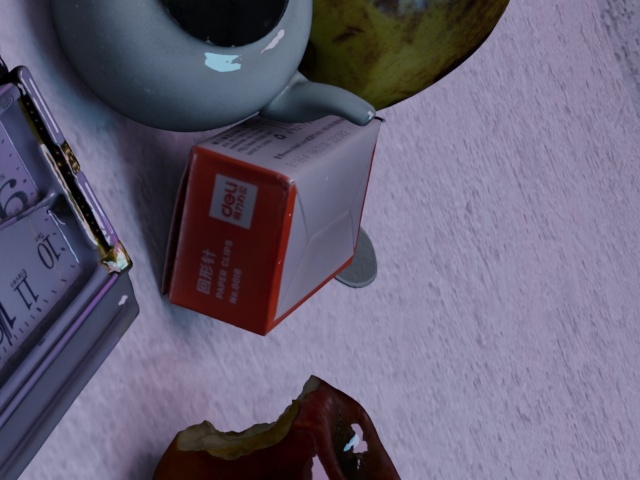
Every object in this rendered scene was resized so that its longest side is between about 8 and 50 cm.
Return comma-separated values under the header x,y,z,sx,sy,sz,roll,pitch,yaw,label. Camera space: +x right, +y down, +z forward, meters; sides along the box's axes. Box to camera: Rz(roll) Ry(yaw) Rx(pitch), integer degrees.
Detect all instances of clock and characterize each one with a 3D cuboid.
x,y,z,sx,sy,sz,roll,pitch,yaw,label
-0.207,0.021,0.805,0.186,0.083,0.253,65,28,-20,clock

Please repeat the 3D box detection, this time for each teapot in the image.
x,y,z,sx,sy,sz,roll,pitch,yaw,label
-0.094,-0.176,1.024,0.294,0.129,0.193,44,65,-17,teapot

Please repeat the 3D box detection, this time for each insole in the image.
x,y,z,sx,sy,sz,roll,pitch,yaw,label
0.001,0.000,1.322,0.232,0.003,0.080,14,64,-61,insole

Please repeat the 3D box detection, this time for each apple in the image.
x,y,z,sx,sy,sz,roll,pitch,yaw,label
-0.031,0.187,0.983,0.156,0.158,0.147,14,50,-60,apple

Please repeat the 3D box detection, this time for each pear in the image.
x,y,z,sx,sy,sz,roll,pitch,yaw,label
0.034,-0.238,1.215,0.283,0.283,0.284,40,42,-50,pear

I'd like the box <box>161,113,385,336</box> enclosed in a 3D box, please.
x,y,z,sx,sy,sz,roll,pitch,yaw,label
-0.036,-0.026,1.103,0.182,0.099,0.133,-40,146,-59,box
